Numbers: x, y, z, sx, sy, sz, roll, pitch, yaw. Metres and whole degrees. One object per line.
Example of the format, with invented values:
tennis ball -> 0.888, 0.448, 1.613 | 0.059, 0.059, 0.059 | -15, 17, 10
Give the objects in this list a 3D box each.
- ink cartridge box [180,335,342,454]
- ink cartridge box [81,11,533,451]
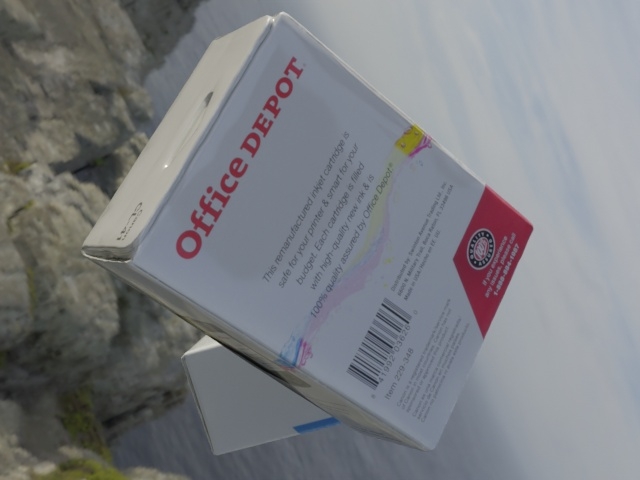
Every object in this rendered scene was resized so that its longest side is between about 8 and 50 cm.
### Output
ink cartridge box -> -0.019, 0.140, 1.235 | 0.307, 0.223, 0.129 | -47, 120, -81
ink cartridge box -> 0.000, 0.000, 0.803 | 0.306, 0.226, 0.131 | 37, -17, -24
